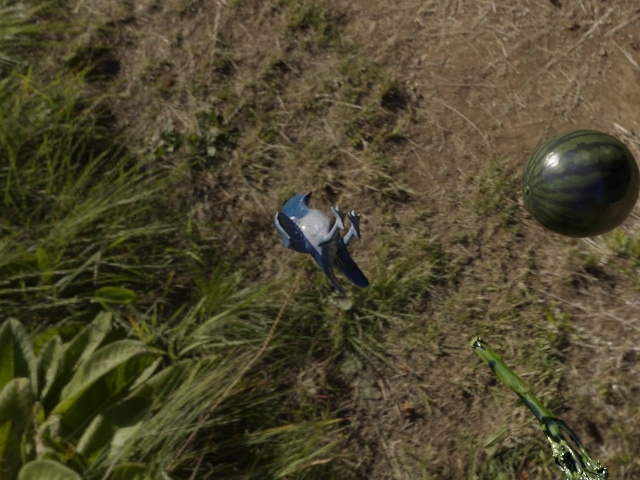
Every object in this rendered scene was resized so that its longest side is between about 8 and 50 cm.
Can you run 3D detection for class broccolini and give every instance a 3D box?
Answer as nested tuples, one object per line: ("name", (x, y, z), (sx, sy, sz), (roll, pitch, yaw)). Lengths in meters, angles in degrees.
("broccolini", (0.400, 0.331, 1.287), (0.079, 0.074, 0.392), (-41, 53, 2))

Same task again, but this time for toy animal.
("toy animal", (0.000, 0.000, 1.279), (0.176, 0.239, 0.255), (-29, 51, 38))

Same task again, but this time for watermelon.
("watermelon", (0.485, -0.105, 1.269), (0.212, 0.212, 0.212), (-3, 84, 33))
